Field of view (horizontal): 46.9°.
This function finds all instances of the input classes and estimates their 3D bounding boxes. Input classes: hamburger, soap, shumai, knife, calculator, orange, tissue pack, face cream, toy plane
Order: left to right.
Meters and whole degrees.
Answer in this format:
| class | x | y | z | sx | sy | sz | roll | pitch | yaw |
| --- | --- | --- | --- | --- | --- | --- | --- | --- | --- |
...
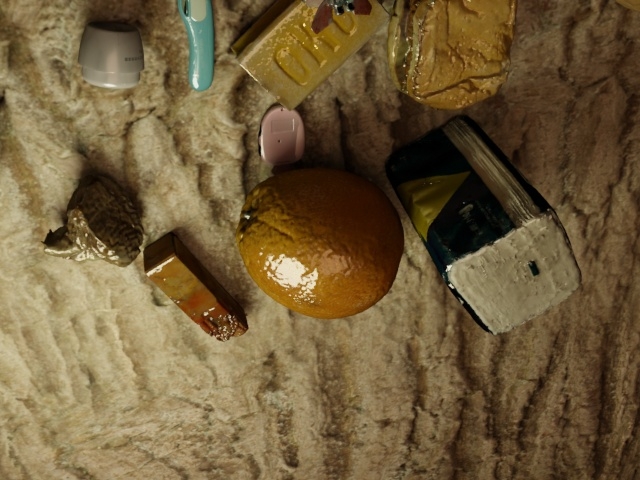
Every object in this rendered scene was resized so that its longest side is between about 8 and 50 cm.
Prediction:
| class | x | y | z | sx | sy | sz | roll | pitch | yaw |
| --- | --- | --- | --- | --- | --- | --- | --- | --- | --- |
| shumai | -0.479 | -0.028 | 1.523 | 0.175 | 0.166 | 0.206 | -10 | 129 | 18 |
| face cream | -0.379 | -0.337 | 1.340 | 0.117 | 0.117 | 0.104 | 1 | 115 | -18 |
| knife | -0.234 | -0.387 | 1.403 | 0.064 | 0.031 | 0.222 | -10 | 130 | -15 |
| calculator | -0.082 | -0.212 | 1.576 | 0.103 | 0.024 | 0.166 | -8 | 125 | -12 |
| soap | -0.020 | -0.402 | 1.422 | 0.274 | 0.089 | 0.173 | -41 | 127 | 14 |
| orange | 0.000 | 0.000 | 1.578 | 0.357 | 0.322 | 0.322 | 20 | 117 | -16 |
| toy plane | 0.023 | -0.522 | 1.224 | 0.223 | 0.104 | 0.326 | -30 | 133 | -32 |
| hamburger | 0.260 | -0.400 | 1.478 | 0.259 | 0.145 | 0.283 | -4 | 121 | -19 |
| tissue pack | 0.337 | -0.048 | 1.582 | 0.253 | 0.417 | 0.264 | -31 | 129 | 9 |

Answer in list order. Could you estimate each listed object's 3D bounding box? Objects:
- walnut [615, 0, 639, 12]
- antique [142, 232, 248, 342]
| class | x | y | z | sx | sy | sz | roll | pitch | yaw |
| --- | --- | --- | --- | --- | --- | --- | --- | --- | --- |
| walnut | 0.673 | -0.587 | 1.380 | 0.332 | 0.333 | 0.333 | -8 | 126 | -11 |
| antique | -0.282 | 0.123 | 1.707 | 0.087 | 0.093 | 0.310 | -31 | 128 | 6 |
